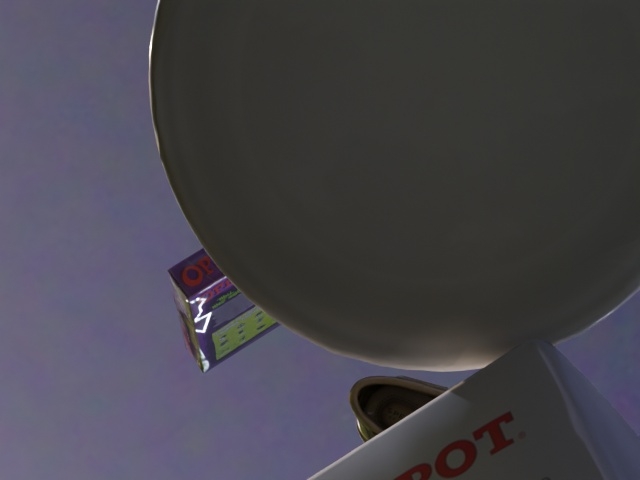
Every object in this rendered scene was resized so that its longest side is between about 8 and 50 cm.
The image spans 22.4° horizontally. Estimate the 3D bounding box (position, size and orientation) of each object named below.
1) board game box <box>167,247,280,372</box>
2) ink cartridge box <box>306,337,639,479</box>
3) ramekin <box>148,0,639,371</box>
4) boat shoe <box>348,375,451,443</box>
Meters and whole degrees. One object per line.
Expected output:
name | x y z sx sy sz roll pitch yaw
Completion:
board game box | 0.000 0.000 1.744 0.056 0.347 0.208 54 -15 18
ink cartridge box | 0.075 0.281 0.678 0.166 0.285 0.395 46 16 -42
ramekin | 0.058 -0.082 0.789 0.273 0.273 0.127 56 9 -6
boat shoe | 0.164 0.206 1.504 0.302 0.109 0.098 24 -12 19
